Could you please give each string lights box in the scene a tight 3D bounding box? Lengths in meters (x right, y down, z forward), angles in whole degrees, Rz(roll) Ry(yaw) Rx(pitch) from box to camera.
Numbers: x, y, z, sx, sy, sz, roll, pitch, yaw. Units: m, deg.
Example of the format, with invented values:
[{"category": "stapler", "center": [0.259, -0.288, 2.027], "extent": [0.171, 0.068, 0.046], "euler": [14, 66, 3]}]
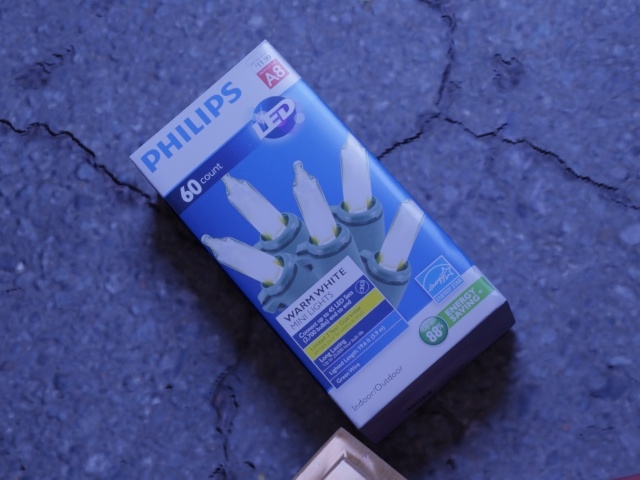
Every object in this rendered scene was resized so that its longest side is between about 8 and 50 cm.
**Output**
[{"category": "string lights box", "center": [0.000, 0.000, 1.094], "extent": [0.133, 0.077, 0.260], "euler": [-41, 71, -2]}]

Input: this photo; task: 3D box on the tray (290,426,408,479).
[{"category": "tray", "center": [-0.046, 0.323, 0.901], "extent": [0.203, 0.076, 0.411], "euler": [37, 67, 18]}]

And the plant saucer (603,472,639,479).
[{"category": "plant saucer", "center": [0.167, 0.286, 0.997], "extent": [0.258, 0.048, 0.259], "euler": [-12, 73, 7]}]
